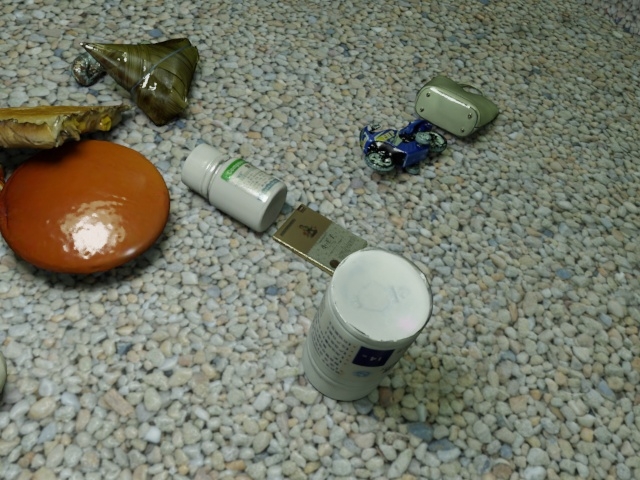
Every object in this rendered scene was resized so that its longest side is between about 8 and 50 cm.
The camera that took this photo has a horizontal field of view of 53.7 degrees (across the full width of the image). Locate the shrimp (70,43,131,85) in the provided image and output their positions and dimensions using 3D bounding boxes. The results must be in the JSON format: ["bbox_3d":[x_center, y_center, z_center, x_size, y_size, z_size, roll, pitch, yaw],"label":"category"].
[{"bbox_3d":[-0.606,-0.508,1.769,0.090,0.079,0.233,-1,35,36],"label":"shrimp"}]

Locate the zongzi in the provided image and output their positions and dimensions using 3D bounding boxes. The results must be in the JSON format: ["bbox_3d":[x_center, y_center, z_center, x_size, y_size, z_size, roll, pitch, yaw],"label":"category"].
[{"bbox_3d":[-0.473,-0.493,1.678,0.300,0.138,0.286,34,42,-32],"label":"zongzi"}]

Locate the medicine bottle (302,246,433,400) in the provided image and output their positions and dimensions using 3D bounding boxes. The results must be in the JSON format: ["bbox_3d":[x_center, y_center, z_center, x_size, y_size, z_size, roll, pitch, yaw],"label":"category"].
[{"bbox_3d":[0.078,0.177,1.239,0.190,0.332,0.190,6,57,-9],"label":"medicine bottle"}]

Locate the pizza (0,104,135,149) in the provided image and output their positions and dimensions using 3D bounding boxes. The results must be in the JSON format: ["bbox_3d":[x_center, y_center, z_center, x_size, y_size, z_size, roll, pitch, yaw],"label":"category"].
[{"bbox_3d":[-0.689,-0.273,1.487,0.392,0.080,0.435,0,15,5],"label":"pizza"}]

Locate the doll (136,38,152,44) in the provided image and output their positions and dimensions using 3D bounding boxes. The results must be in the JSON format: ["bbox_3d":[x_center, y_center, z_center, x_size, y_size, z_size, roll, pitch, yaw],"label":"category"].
[{"bbox_3d":[-0.487,-0.559,1.858,0.125,0.027,0.037,31,61,11],"label":"doll"}]

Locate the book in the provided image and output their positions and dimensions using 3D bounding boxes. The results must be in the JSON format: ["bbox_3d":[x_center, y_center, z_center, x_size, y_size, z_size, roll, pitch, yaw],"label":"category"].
[{"bbox_3d":[0.000,0.000,1.548,0.199,0.016,0.138,31,53,12],"label":"book"}]

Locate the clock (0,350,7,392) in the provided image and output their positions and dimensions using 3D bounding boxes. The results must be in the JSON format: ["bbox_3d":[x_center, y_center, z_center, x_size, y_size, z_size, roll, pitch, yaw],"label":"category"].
[{"bbox_3d":[-0.754,0.282,1.078,0.342,0.184,0.326,16,47,-6],"label":"clock"}]

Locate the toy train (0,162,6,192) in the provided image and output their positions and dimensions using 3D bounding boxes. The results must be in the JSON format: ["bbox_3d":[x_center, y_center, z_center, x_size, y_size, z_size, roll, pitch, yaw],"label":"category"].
[{"bbox_3d":[-0.751,-0.108,1.436,0.176,0.074,0.118,40,52,21],"label":"toy train"}]

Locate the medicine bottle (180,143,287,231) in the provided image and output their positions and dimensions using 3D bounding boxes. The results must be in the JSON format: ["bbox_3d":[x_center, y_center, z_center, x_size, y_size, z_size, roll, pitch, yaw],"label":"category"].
[{"bbox_3d":[-0.209,-0.131,1.527,0.237,0.139,0.139,30,53,13],"label":"medicine bottle"}]

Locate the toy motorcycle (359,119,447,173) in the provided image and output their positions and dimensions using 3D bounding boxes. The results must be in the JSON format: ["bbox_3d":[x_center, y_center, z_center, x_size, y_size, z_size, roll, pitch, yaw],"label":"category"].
[{"bbox_3d":[0.215,-0.269,1.743,0.315,0.113,0.169,-23,52,-37],"label":"toy motorcycle"}]

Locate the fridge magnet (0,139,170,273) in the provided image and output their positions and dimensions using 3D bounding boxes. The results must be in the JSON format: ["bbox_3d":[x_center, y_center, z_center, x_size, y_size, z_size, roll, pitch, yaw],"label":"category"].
[{"bbox_3d":[-0.519,-0.074,1.404,0.364,0.155,0.363,6,53,-8],"label":"fridge magnet"}]

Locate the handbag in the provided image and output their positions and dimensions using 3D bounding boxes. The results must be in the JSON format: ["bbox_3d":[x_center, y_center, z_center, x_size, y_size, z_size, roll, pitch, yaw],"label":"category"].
[{"bbox_3d":[0.419,-0.416,1.916,0.241,0.109,0.315,32,30,11],"label":"handbag"}]
